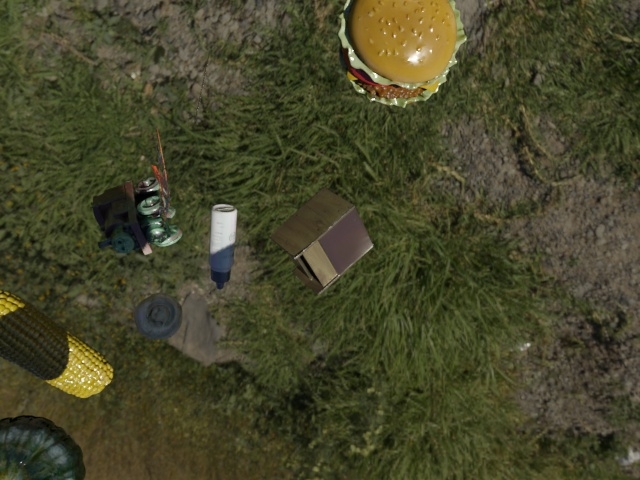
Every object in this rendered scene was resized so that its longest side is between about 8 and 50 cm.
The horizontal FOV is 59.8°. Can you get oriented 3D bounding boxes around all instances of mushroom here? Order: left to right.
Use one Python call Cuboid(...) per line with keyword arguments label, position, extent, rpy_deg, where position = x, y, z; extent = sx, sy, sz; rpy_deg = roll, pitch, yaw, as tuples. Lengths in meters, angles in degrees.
Cuboid(label="mushroom", position=(-0.283, 0.133, 0.975), extent=(0.084, 0.083, 0.067), rpy_deg=(29, 161, -12))

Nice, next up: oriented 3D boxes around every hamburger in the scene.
Cuboid(label="hamburger", position=(0.170, -0.439, 1.204), extent=(0.275, 0.212, 0.274), rpy_deg=(0, 83, -2))

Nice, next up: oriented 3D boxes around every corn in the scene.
Cuboid(label="corn", position=(-0.703, 0.261, 1.385), extent=(0.144, 0.144, 0.387), rpy_deg=(-32, 114, 30))

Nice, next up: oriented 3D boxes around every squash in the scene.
Cuboid(label="squash", position=(-0.508, 0.401, 0.932), extent=(0.218, 0.218, 0.172), rpy_deg=(23, 148, -8))

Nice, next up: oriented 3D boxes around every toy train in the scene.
Cuboid(label="toy train", position=(-0.537, -0.067, 1.613), extent=(0.222, 0.304, 0.150), rpy_deg=(-21, 126, -10))

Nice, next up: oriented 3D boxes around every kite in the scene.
Cuboid(label="kite", position=(-0.358, -0.133, 1.250), extent=(0.009, 0.232, 0.189), rpy_deg=(-6, 165, -5))

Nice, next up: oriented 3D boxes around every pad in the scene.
Cuboid(label="pad", position=(-0.334, -0.437, 1.573), extent=(0.004, 0.127, 0.190), rpy_deg=(12, 109, -16))

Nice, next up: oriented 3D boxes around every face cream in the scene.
Cuboid(label="face cream", position=(-0.345, 0.032, 1.946), extent=(0.092, 0.092, 0.311), rpy_deg=(9, 112, 3))

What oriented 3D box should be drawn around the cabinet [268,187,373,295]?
Cuboid(label="cabinet", position=(0.000, 0.000, 1.543), extent=(0.215, 0.148, 0.174), rpy_deg=(-43, 134, -12))
